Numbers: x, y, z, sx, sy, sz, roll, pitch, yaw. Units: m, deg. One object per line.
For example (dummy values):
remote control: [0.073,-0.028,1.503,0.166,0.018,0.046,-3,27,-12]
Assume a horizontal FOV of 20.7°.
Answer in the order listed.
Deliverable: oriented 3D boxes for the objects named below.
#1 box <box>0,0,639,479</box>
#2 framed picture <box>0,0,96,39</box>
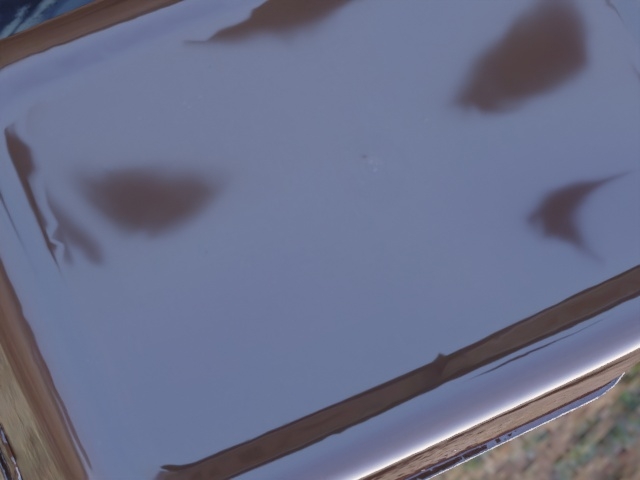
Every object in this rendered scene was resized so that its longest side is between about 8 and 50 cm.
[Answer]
box: [0.000,0.000,0.807,0.339,0.239,0.229,-23,171,-15]
framed picture: [-0.133,-0.130,1.079,0.335,0.247,0.022,-34,152,-8]
